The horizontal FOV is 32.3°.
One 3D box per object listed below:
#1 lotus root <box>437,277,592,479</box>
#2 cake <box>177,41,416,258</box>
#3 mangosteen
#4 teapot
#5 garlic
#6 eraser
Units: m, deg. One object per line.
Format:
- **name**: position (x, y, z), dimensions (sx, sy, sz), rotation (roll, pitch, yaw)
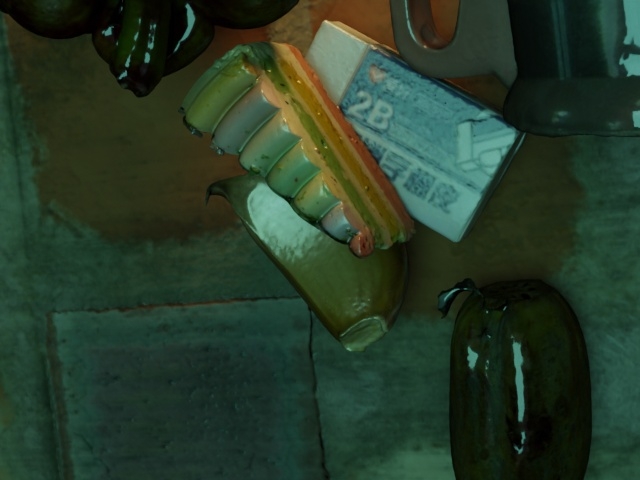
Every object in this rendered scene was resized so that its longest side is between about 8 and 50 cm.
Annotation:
- **lotus root**: position (0.179, 0.150, 1.002), dimensions (0.124, 0.123, 0.241), rotation (9, 105, 45)
- **cake**: position (-0.006, -0.084, 0.960), dimensions (0.225, 0.109, 0.090), rotation (40, 116, 12)
- **mangosteen**: position (-0.161, -0.284, 0.935), dimensions (0.307, 0.307, 0.346), rotation (-27, 65, 19)
- **teapot**: position (0.210, -0.261, 0.858), dimensions (0.376, 0.306, 0.361), rotation (1, 106, 37)
- **garlic**: position (-0.004, 0.006, 1.044), dimensions (0.207, 0.115, 0.128), rotation (42, 69, 5)
- **eraser**: position (0.071, -0.103, 1.025), dimensions (0.210, 0.068, 0.124), rotation (31, 107, 11)
